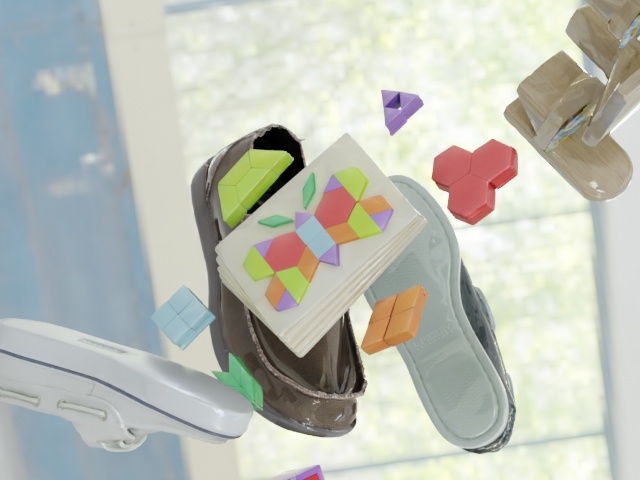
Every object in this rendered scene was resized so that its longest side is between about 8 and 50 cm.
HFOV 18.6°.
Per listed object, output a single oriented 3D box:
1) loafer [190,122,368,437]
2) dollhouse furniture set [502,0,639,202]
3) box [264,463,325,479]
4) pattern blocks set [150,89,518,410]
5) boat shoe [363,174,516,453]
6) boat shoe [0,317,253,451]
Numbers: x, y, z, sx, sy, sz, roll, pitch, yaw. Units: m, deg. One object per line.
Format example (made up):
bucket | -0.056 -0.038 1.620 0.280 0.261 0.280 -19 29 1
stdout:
loafer | -0.040 0.027 1.921 0.130 0.134 0.366 -55 -137 39
dollhouse furniture set | 0.426 -0.207 1.862 0.256 0.394 0.362 47 -19 9
box | -0.034 0.382 1.871 0.201 0.057 0.293 -17 88 -50
pattern blocks set | 0.000 0.000 1.772 0.285 0.325 0.026 31 -9 41
boat shoe | 0.116 0.079 2.003 0.091 0.114 0.302 42 31 -68
boat shoe | -0.182 0.142 1.713 0.096 0.268 0.088 -1 106 -66
